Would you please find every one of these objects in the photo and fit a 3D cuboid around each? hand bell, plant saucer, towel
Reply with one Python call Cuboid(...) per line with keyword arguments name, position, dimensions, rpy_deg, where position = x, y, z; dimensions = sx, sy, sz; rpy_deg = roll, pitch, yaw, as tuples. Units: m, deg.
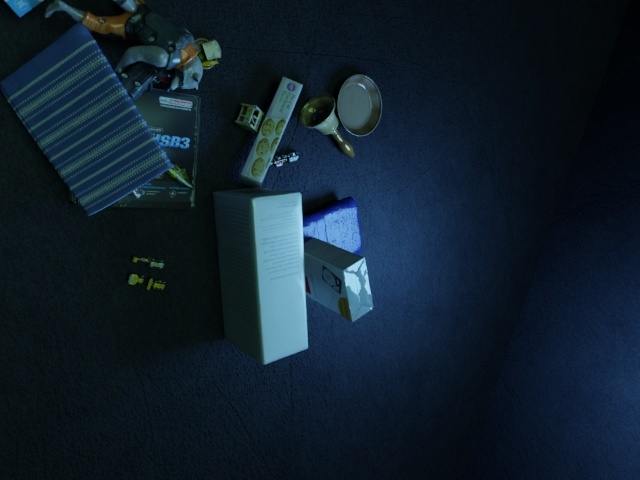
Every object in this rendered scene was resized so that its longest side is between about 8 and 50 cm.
Cuboid(name="hand bell", position=(0.050, -0.344, 1.521), dimensions=(0.242, 0.126, 0.126), rpy_deg=(39, 74, -48))
Cuboid(name="plant saucer", position=(0.124, -0.450, 1.583), dimensions=(0.199, 0.036, 0.198), rpy_deg=(-8, 103, -37))
Cuboid(name="towel", position=(0.000, 0.000, 1.560), dimensions=(0.308, 0.076, 0.227), rpy_deg=(-26, 121, -32))
Cuboid(name="towel", position=(-0.495, -0.247, 1.003), dimensions=(0.243, 0.040, 0.336), rpy_deg=(-27, 102, 15))

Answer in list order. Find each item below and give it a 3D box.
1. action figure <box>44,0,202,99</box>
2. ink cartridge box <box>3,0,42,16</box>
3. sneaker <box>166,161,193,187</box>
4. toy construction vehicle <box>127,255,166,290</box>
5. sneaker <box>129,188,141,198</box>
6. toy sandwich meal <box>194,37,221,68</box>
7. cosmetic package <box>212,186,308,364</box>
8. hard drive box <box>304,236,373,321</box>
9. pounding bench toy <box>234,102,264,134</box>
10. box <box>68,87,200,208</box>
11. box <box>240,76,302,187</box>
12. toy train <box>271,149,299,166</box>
Cuboid(name="action figure", position=(-0.412, -0.437, 1.041), dimensions=(0.330, 0.178, 0.341), rpy_deg=(33, 55, -24))
Cuboid(name="ink cartridge box", position=(-0.622, -0.549, 0.918), dimensions=(0.104, 0.060, 0.180), rpy_deg=(-43, 146, -9))
Cuboid(name="sneaker", position=(-0.349, -0.165, 1.190), dimensions=(0.083, 0.031, 0.035), rpy_deg=(43, 72, -37))
Cuboid(name="toy construction vehicle", position=(-0.454, 0.085, 1.248), dimensions=(0.098, 0.035, 0.085), rpy_deg=(11, 103, -36))
Cuboid(name="sneaker", position=(-0.446, -0.175, 1.094), dimensions=(0.065, 0.061, 0.158), rpy_deg=(-38, 121, -34))
Cuboid(name="toy sandwich meal", position=(-0.302, -0.494, 1.248), dimensions=(0.086, 0.029, 0.085), rpy_deg=(-8, 104, -36))
Cuboid(name="cosmetic package", position=(-0.169, 0.086, 1.340), dimensions=(0.161, 0.230, 0.453), rpy_deg=(-11, 106, -37))
Cuboid(name="hard drive box", position=(0.036, 0.112, 1.420), dimensions=(0.089, 0.232, 0.181), rpy_deg=(-28, 121, -30))
Cuboid(name="pounding bench toy", position=(-0.194, -0.346, 1.346), dimensions=(0.083, 0.052, 0.065), rpy_deg=(33, 75, -70))
Cuboid(name="box", position=(-0.451, -0.228, 1.162), dimensions=(0.296, 0.073, 0.293), rpy_deg=(0, 100, -38))
Cuboid(name="box", position=(-0.142, -0.311, 1.361), dimensions=(0.067, 0.063, 0.324), rpy_deg=(23, 79, -6))
Cuboid(name="toy train", position=(-0.130, -0.242, 1.435), dimensions=(0.158, 0.027, 0.036), rpy_deg=(-22, 122, -33))
